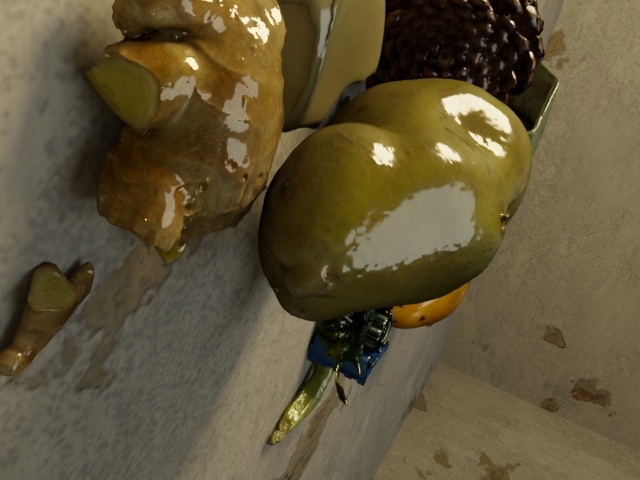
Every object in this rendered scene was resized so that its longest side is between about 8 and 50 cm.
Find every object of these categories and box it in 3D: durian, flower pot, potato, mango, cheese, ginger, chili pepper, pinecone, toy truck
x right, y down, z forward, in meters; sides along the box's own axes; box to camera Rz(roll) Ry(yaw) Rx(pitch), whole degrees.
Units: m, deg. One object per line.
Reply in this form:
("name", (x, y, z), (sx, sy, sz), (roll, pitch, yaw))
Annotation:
("durian", (0.007, 0.000, 0.776), (0.132, 0.107, 0.375), (127, -32, -68))
("flower pot", (0.291, -0.223, 1.195), (0.209, 0.239, 0.189), (-33, 156, -7))
("potato", (0.063, -0.035, 0.612), (0.218, 0.202, 0.351), (-40, 175, 40))
("mango", (0.243, 0.102, 1.544), (0.290, 0.160, 0.191), (-32, 148, -45))
("cheese", (-0.005, -0.181, 0.594), (0.202, 0.091, 0.175), (-30, 141, -62))
("ginger", (-0.184, 0.048, 0.450), (0.097, 0.030, 0.048), (-57, 161, -33))
("ginger", (-0.086, -0.075, 0.469), (0.157, 0.102, 0.216), (-28, 138, -56))
("chili pepper", (-0.024, 0.272, 1.150), (0.208, 0.043, 0.049), (-57, 172, -27))
("pinecone", (0.167, -0.247, 0.815), (0.221, 0.221, 0.221), (-54, 158, -35))
("toy truck", (0.069, 0.124, 1.129), (0.208, 0.113, 0.126), (-68, 163, 5))
